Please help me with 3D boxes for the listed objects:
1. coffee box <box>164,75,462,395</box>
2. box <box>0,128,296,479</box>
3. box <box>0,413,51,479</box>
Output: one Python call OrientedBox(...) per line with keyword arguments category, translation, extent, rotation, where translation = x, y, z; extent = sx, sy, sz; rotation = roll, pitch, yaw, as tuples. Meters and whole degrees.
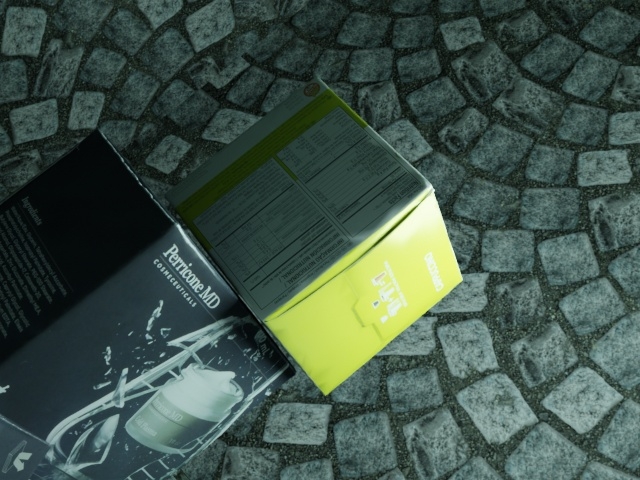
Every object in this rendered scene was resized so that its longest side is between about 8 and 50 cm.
OrientedBox(category="coffee box", translation=(0.000, 0.000, 1.533), extent=(0.334, 0.338, 0.337), rotation=(48, -7, 33))
OrientedBox(category="box", translation=(-0.369, 0.171, 1.408), extent=(0.297, 0.472, 0.480), rotation=(44, -9, 39))
OrientedBox(category="box", translation=(-0.421, 0.260, 1.002), extent=(0.093, 0.156, 0.158), rotation=(22, -21, 28))
